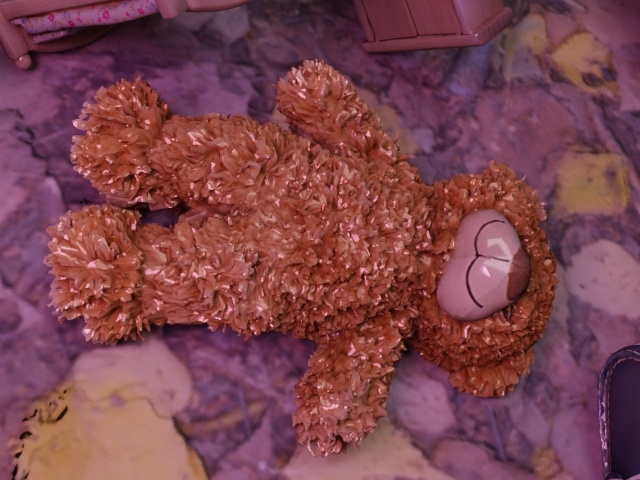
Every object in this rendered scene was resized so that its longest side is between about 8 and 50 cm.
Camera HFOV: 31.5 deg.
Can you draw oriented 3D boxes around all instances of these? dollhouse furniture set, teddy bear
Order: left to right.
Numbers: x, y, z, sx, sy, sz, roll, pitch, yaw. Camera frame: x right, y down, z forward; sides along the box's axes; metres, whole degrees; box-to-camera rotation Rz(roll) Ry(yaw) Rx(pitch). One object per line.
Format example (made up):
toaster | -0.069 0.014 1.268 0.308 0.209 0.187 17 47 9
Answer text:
dollhouse furniture set | -0.030 -0.137 0.713 0.355 0.303 0.173 -41 119 -33
teddy bear | 0.000 0.000 0.709 0.338 0.113 0.245 27 57 -5

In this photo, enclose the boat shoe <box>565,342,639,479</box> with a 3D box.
boat shoe | 0.213 0.183 0.700 0.079 0.095 0.254 5 68 -32
